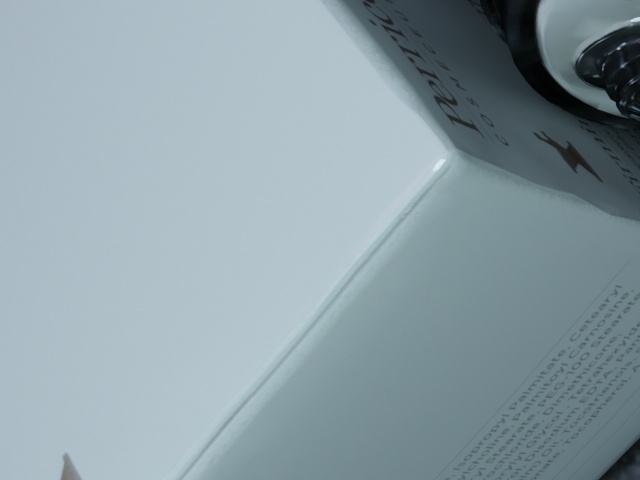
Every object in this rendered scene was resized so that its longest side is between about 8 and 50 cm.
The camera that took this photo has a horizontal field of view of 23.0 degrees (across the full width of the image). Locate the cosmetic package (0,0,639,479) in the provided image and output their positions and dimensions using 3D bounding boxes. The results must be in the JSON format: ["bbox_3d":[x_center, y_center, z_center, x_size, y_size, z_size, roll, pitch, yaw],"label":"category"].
[{"bbox_3d":[0.000,0.000,0.943,0.327,0.393,0.329,-50,56,21],"label":"cosmetic package"}]

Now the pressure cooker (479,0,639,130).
[{"bbox_3d":[0.235,-0.243,0.808,0.375,0.369,0.420,131,135,-54],"label":"pressure cooker"}]
